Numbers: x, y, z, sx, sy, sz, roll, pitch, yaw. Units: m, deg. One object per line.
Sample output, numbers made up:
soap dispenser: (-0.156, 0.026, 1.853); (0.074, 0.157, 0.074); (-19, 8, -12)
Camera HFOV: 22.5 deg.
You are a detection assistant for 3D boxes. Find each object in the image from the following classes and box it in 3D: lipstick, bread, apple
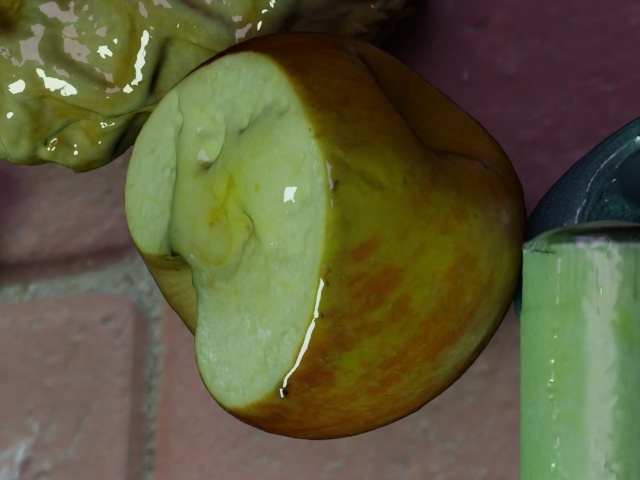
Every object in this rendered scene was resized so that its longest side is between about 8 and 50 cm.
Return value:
lipstick: (0.118, 0.145, 0.662); (0.076, 0.076, 0.304); (-2, 84, 19)
bread: (-0.074, -0.128, 0.838); (0.267, 0.130, 0.152); (-21, 28, 11)
apple: (0.000, 0.000, 0.741); (0.173, 0.160, 0.195); (-47, 49, 20)

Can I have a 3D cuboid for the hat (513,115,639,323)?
hat: (0.181, -0.001, 0.731); (0.191, 0.078, 0.138); (-40, 57, 24)
